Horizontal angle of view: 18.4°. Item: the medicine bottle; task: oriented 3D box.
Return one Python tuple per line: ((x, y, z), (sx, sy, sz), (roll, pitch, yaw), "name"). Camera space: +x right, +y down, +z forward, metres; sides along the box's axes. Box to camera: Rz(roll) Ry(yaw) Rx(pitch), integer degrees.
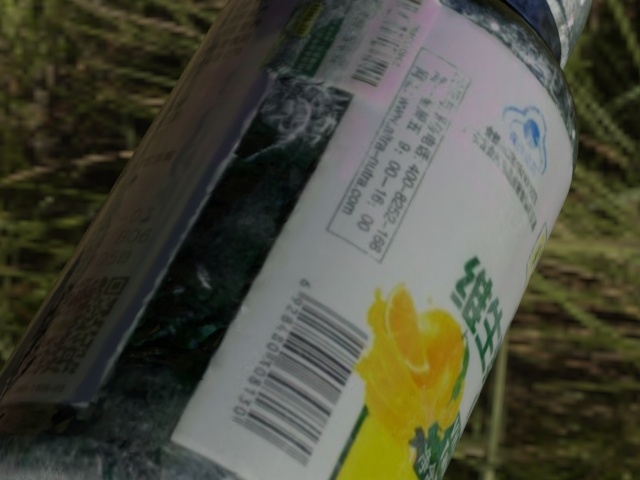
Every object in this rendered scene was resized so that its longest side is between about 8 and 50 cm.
((0.000, 0.000, 0.670), (0.141, 0.141, 0.293), (56, 48, -38), "medicine bottle")
